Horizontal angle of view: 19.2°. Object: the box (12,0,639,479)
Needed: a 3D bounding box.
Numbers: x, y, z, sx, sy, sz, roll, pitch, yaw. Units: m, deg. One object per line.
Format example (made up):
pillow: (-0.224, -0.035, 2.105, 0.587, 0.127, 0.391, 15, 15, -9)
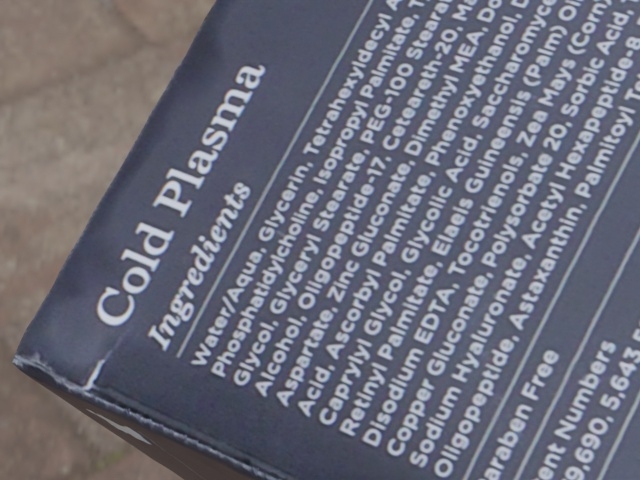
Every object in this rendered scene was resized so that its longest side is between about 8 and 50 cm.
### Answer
box: (0.153, 0.069, 0.510, 0.312, 0.343, 0.179, 21, 76, 32)
